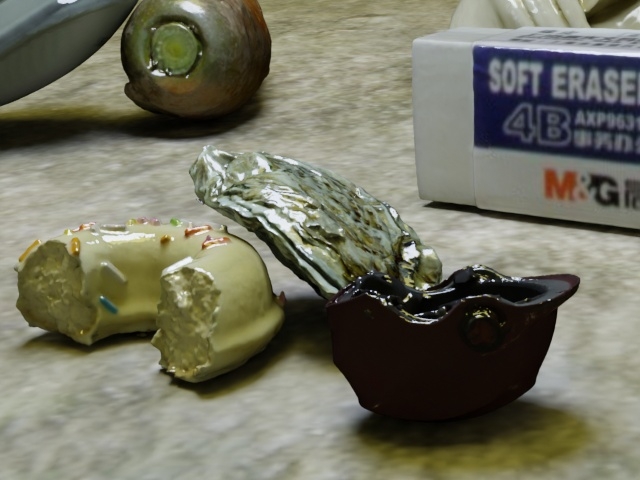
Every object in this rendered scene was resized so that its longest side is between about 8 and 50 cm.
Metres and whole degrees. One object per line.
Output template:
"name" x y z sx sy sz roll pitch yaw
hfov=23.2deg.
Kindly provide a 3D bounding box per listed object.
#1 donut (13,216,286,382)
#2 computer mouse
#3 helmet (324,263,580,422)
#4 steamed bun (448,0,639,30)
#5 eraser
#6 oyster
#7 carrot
"donut" -0.086 0.026 0.890 0.166 0.065 0.108 11 22 40
"computer mouse" -0.300 -0.168 1.434 0.331 0.095 0.197 -29 12 17
"helmet" 0.063 0.052 0.758 0.123 0.070 0.098 1 8 4
"steamed bun" 0.265 -0.218 1.375 0.289 0.203 0.276 0 18 17
"eraser" 0.195 -0.076 1.059 0.279 0.124 0.081 8 21 37
"oyster" 0.000 0.000 0.906 0.125 0.064 0.177 23 17 -36
"carrot" -0.108 -0.191 1.504 0.139 0.138 0.302 -2 16 7
